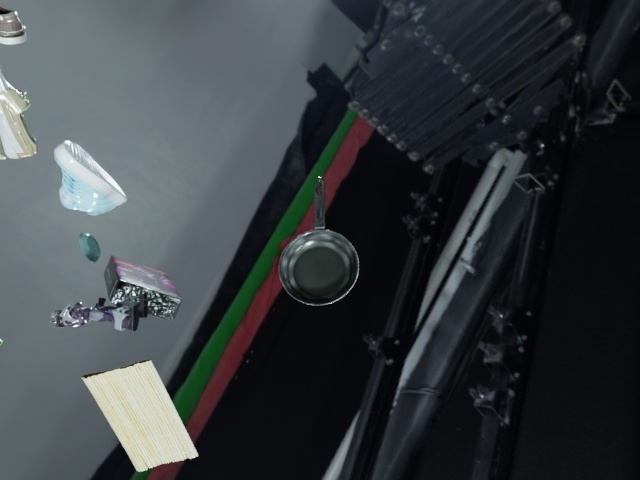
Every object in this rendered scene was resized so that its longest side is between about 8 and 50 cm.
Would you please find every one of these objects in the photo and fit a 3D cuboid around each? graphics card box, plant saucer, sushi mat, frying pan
[{"bbox_3d":[-0.669,0.170,1.835,0.094,0.233,0.371,-65,-152,1],"label":"graphics card box"},{"bbox_3d":[-0.844,0.022,1.820,0.021,0.119,0.119,-21,-150,0],"label":"plant saucer"},{"bbox_3d":[-0.398,0.402,1.111,0.151,0.316,0.019,-15,-152,-3],"label":"sushi mat"},{"bbox_3d":[-0.027,0.013,1.239,0.197,0.053,0.326,-21,-115,-3],"label":"frying pan"}]

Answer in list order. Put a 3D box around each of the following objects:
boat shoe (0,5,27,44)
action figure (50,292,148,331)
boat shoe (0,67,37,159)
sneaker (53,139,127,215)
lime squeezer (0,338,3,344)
[{"bbox_3d":[-1.095,-0.733,1.591,0.116,0.324,0.097,-51,161,-44],"label":"boat shoe"},{"bbox_3d":[-0.676,0.219,1.493,0.185,0.285,0.099,-58,145,-81],"label":"action figure"},{"bbox_3d":[-0.824,-0.363,1.299,0.113,0.103,0.302,-126,-145,-51],"label":"boat shoe"},{"bbox_3d":[-0.668,-0.145,1.384,0.150,0.135,0.366,-38,168,-11],"label":"sneaker"},{"bbox_3d":[-1.302,0.287,1.796,0.059,0.310,0.110,-49,-158,7],"label":"lime squeezer"}]
